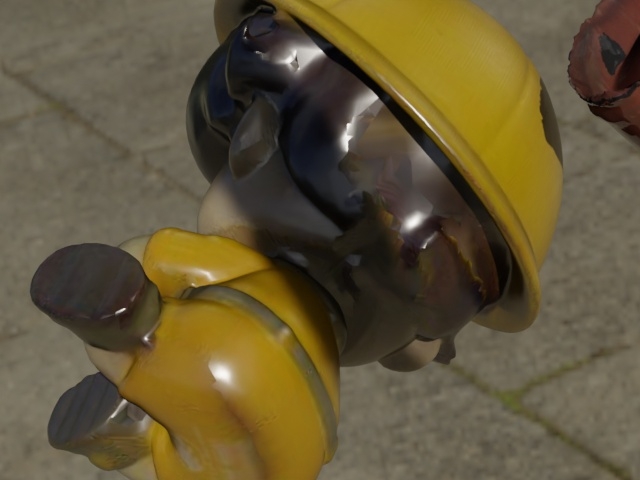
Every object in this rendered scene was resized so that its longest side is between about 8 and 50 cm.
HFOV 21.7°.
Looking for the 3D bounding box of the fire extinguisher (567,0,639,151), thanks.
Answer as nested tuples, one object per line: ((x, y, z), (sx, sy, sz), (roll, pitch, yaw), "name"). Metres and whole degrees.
((0.264, -0.008, 0.651), (0.147, 0.337, 0.106), (-45, 20, 21), "fire extinguisher")

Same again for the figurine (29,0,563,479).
((0.004, 0.000, 0.684), (0.167, 0.192, 0.257), (2, 45, 29), "figurine")
